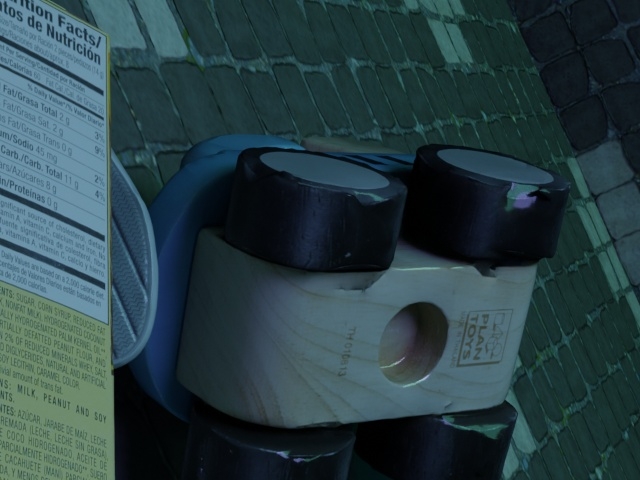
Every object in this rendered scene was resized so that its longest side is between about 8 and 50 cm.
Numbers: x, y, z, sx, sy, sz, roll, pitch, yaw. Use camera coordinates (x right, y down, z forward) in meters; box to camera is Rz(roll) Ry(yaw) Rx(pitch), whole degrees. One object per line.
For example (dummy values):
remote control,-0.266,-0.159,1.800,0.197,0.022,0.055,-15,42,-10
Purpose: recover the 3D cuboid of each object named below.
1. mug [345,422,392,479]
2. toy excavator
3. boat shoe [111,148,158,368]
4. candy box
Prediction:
mug,0.019,0.213,1.142,0.157,0.097,0.129,67,21,0
toy excavator,0.000,0.000,1.156,0.433,0.445,0.222,-1,110,-38
boat shoe,-0.150,-0.028,0.912,0.076,0.083,0.226,105,-31,-76
candy box,-0.181,0.055,0.678,0.087,0.183,0.316,27,46,-42
